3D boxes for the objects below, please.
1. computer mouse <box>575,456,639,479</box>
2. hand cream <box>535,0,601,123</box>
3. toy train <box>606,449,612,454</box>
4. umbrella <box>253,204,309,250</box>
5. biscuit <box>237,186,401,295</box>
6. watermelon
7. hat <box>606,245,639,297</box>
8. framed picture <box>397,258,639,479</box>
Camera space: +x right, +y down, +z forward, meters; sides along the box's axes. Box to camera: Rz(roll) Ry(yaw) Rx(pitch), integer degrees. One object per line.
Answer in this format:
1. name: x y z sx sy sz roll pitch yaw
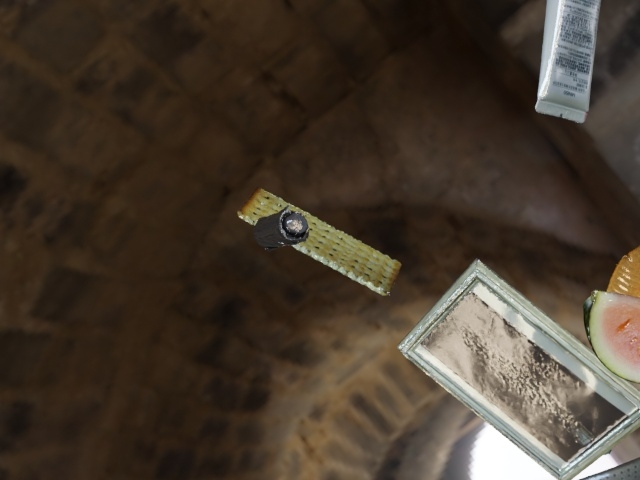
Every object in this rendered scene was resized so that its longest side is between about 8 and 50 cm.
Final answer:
1. computer mouse: 0.519 0.470 2.610 0.370 0.122 0.188 -27 -48 10
2. hand cream: 0.380 -0.354 2.334 0.124 0.341 0.077 8 -2 -44
3. toy train: 0.485 0.326 2.665 0.103 0.064 0.044 -62 5 3
4. umbrella: -0.037 -0.010 1.490 0.031 0.036 0.133 -55 9 -11
5. biscuit: 0.000 0.000 2.093 0.016 0.231 0.139 -62 -1 20
6. watermelon: 0.315 0.088 1.499 0.069 0.163 0.087 -125 49 -66
7. hat: 0.515 0.045 2.060 0.233 0.244 0.233 -24 18 46
8. framed picture: 0.256 0.176 1.956 0.018 0.293 0.231 -50 -3 -41
